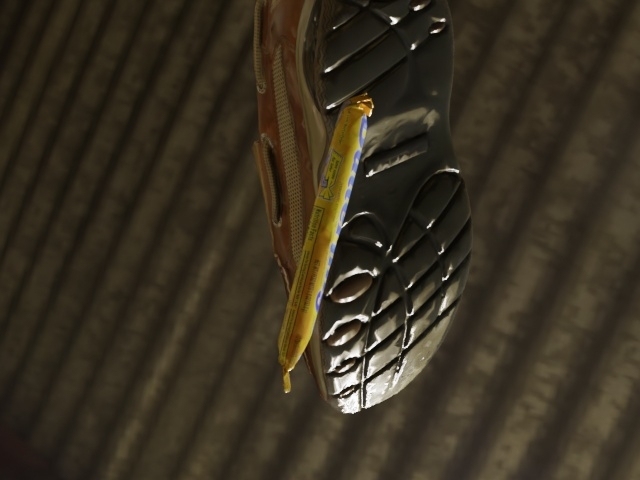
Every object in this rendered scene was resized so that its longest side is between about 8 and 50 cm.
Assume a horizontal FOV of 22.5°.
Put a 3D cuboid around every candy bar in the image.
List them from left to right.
[{"bbox_3d":[0.000,0.000,0.841,0.040,0.018,0.161,-82,-172,-85],"label":"candy bar"}]

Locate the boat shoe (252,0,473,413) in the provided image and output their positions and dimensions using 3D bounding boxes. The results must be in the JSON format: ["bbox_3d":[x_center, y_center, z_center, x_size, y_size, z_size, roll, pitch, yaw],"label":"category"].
[{"bbox_3d":[0.019,-0.045,1.030,0.120,0.123,0.324,39,-42,46],"label":"boat shoe"}]
